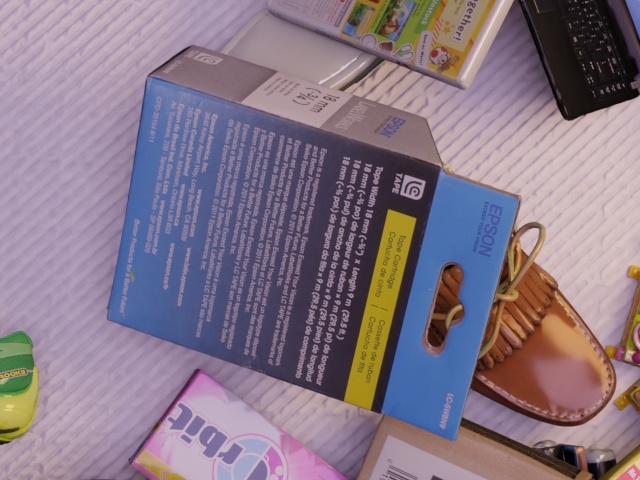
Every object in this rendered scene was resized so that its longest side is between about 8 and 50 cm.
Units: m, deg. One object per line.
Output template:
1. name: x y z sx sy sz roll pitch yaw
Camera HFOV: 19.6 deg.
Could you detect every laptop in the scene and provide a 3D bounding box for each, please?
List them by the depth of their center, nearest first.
1. laptop: 0.294 -0.257 1.730 0.137 0.264 0.234 -21 89 34

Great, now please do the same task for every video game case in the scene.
1. video game case: 0.089 -0.267 1.640 0.206 0.026 0.227 24 82 24

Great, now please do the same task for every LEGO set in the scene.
1. LEGO set: 0.345 0.125 1.735 0.132 0.107 0.287 -5 88 -8

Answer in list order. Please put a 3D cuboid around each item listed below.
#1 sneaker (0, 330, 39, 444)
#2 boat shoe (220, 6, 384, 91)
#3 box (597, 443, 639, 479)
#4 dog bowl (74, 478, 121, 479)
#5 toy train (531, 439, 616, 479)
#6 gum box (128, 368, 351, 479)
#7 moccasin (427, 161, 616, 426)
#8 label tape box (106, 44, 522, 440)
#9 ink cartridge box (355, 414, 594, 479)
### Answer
1. sneaker: -0.395 0.105 1.654 0.296 0.109 0.123 12 63 -5
2. boat shoe: 0.035 -0.188 1.708 0.319 0.099 0.116 -38 61 -6
3. box: 0.363 0.174 1.662 0.232 0.058 0.087 -39 85 0
4. dog bowl: -0.201 0.408 1.628 0.408 0.150 0.408 0 87 -8
5. toy train: 0.243 0.275 1.732 0.105 0.080 0.184 -7 87 -16
6. gum box: -0.068 0.215 1.698 0.188 0.062 0.107 37 83 -4
7. moccasin: 0.126 0.020 1.691 0.139 0.147 0.380 -39 92 -8
8. label tape box: 0.000 0.000 1.602 0.334 0.106 0.240 19 116 12
9. ink cartridge box: 0.111 0.282 1.665 0.193 0.088 0.234 22 93 14
